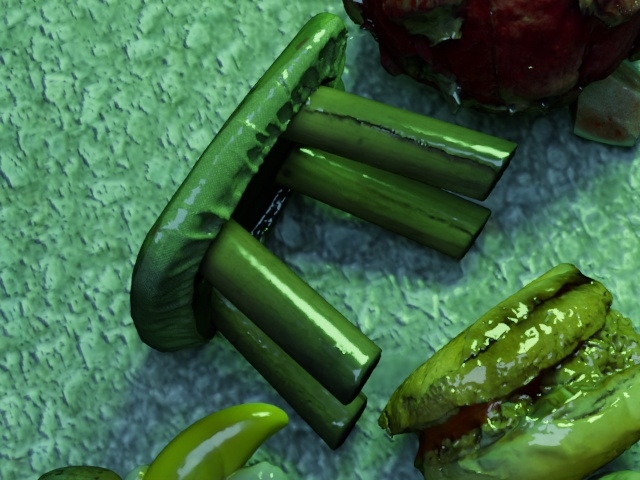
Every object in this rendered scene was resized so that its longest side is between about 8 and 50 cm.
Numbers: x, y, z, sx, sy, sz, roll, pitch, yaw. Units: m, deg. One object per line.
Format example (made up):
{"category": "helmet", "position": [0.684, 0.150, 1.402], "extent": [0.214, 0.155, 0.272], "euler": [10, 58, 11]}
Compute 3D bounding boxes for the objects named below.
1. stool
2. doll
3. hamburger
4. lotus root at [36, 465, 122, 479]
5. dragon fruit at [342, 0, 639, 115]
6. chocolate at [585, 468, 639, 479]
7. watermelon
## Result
{"category": "stool", "position": [0.000, 0.000, 1.726], "extent": [0.226, 0.310, 0.310], "euler": [34, 77, 6]}
{"category": "doll", "position": [-0.065, 0.272, 1.723], "extent": [0.252, 0.111, 0.237], "euler": [-33, 88, 2]}
{"category": "hamburger", "position": [0.177, 0.140, 1.694], "extent": [0.244, 0.244, 0.163], "euler": [-38, 86, -9]}
{"category": "lotus root", "position": [-0.226, 0.233, 1.784], "extent": [0.099, 0.049, 0.054], "euler": [0, 91, 8]}
{"category": "dragon fruit", "position": [0.176, -0.273, 1.797], "extent": [0.329, 0.329, 0.329], "euler": [-2, 70, 5]}
{"category": "chocolate", "position": [0.273, 0.320, 1.562], "extent": [0.314, 0.326, 0.297], "euler": [9, 66, -39]}
{"category": "watermelon", "position": [0.284, -0.141, 1.866], "extent": [0.084, 0.072, 0.092], "euler": [18, 67, -7]}
